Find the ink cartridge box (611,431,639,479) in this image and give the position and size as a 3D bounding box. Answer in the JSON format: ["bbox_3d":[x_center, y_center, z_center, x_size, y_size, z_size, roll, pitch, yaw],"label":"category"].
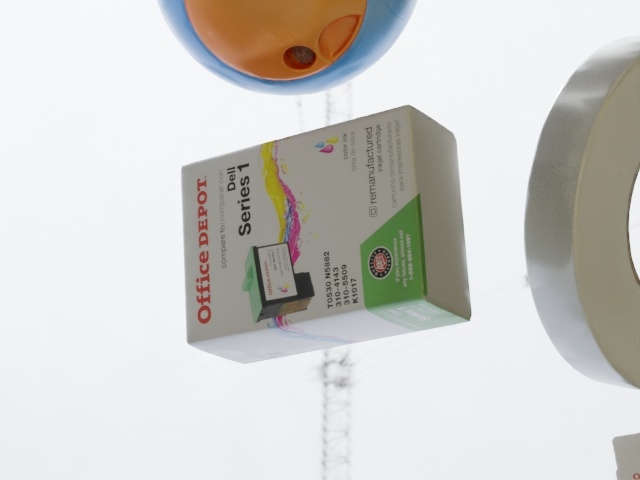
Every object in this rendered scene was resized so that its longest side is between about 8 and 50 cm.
[{"bbox_3d":[0.389,0.303,1.673,0.104,0.060,0.180,-11,-115,10],"label":"ink cartridge box"}]

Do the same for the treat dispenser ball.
[{"bbox_3d":[-0.035,-0.295,1.576,0.288,0.288,0.288,11,-113,-27],"label":"treat dispenser ball"}]

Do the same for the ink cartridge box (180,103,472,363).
[{"bbox_3d":[0.000,0.000,1.536,0.117,0.278,0.201,24,-122,-56],"label":"ink cartridge box"}]

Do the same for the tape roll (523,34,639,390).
[{"bbox_3d":[0.366,-0.031,1.626,0.392,0.072,0.392,-6,-82,-43],"label":"tape roll"}]
